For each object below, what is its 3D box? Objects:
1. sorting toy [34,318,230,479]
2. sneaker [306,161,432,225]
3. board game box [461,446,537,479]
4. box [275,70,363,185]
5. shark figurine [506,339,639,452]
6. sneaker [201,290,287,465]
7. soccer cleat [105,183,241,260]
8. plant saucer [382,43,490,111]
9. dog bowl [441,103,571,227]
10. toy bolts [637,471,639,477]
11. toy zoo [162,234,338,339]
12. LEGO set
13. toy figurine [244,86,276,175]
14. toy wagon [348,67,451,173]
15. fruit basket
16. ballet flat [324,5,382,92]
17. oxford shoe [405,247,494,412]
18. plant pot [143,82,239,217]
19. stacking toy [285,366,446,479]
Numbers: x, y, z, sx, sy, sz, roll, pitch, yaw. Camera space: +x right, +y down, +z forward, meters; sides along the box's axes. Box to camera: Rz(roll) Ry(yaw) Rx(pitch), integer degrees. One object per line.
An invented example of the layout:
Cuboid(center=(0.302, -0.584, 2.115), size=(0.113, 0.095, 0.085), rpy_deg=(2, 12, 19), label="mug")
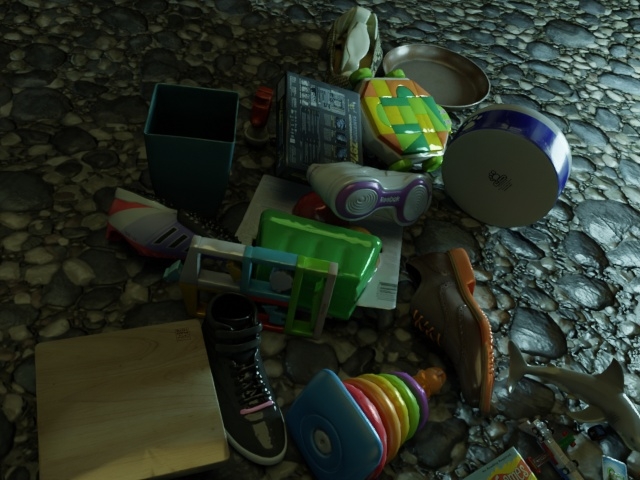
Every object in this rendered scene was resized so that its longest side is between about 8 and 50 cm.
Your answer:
Cuboid(center=(-0.294, 0.267, 1.021), size=(0.257, 0.089, 0.255), rpy_deg=(-7, 49, -19), label="sorting toy")
Cuboid(center=(0.105, -0.109, 1.304), size=(0.305, 0.114, 0.152), rpy_deg=(5, 26, -44), label="sneaker")
Cuboid(center=(0.293, 0.452, 0.902), size=(0.144, 0.142, 0.275), rpy_deg=(-33, 55, -1), label="board game box")
Cuboid(center=(-0.002, -0.225, 1.389), size=(0.183, 0.059, 0.233), rpy_deg=(10, 65, -26), label="box")
Cuboid(center=(0.474, 0.250, 1.178), size=(0.278, 0.116, 0.166), rpy_deg=(28, 26, 26), label="shark figurine")
Cuboid(center=(-0.129, 0.210, 1.072), size=(0.104, 0.147, 0.296), rpy_deg=(-12, 52, -24), label="sneaker")
Cuboid(center=(-0.279, -0.007, 1.229), size=(0.318, 0.116, 0.108), rpy_deg=(22, 2, 30), label="soccer cleat")
Cuboid(center=(0.323, -0.454, 1.868), size=(0.310, 0.050, 0.310), rpy_deg=(6, 46, -6), label="plant saucer")
Cuboid(center=(0.406, -0.161, 1.457), size=(0.265, 0.265, 0.104), rpy_deg=(27, 50, 13), label="dog bowl")
Cuboid(center=(0.508, 0.469, 0.994), size=(0.158, 0.218, 0.228), rpy_deg=(-35, 65, 5), label="toy bolts")
Cuboid(center=(-0.129, 0.084, 1.160), size=(0.293, 0.192, 0.030), rpy_deg=(11, 45, -1), label="toy zoo")
Cuboid(center=(0.422, 0.404, 1.094), size=(0.182, 0.060, 0.244), rpy_deg=(24, 47, -6), label="LEGO set")
Cuboid(center=(-0.052, -0.256, 1.541), size=(0.209, 0.148, 0.213), rpy_deg=(-18, 51, -34), label="toy figurine")
Cuboid(center=(0.216, -0.295, 1.605), size=(0.344, 0.068, 0.267), rpy_deg=(-11, 74, -40), label="toy wagon")
Cuboid(center=(0.000, 0.000, 1.325), size=(0.327, 0.165, 0.353), rpy_deg=(14, 30, 0), label="fruit basket")
Cuboid(center=(0.094, -0.519, 1.787), size=(0.164, 0.182, 0.483), rpy_deg=(9, 46, -2), label="ballet flat")
Cuboid(center=(0.236, 0.164, 1.228), size=(0.132, 0.130, 0.364), rpy_deg=(-5, 39, 1), label="oxford shoe")
Cuboid(center=(-0.260, -0.168, 1.340), size=(0.165, 0.234, 0.166), rpy_deg=(5, 47, -8), label="plant pot")
Cuboid(center=(0.110, 0.275, 1.082), size=(0.302, 0.175, 0.166), rpy_deg=(-14, 57, -42), label="stacking toy")
